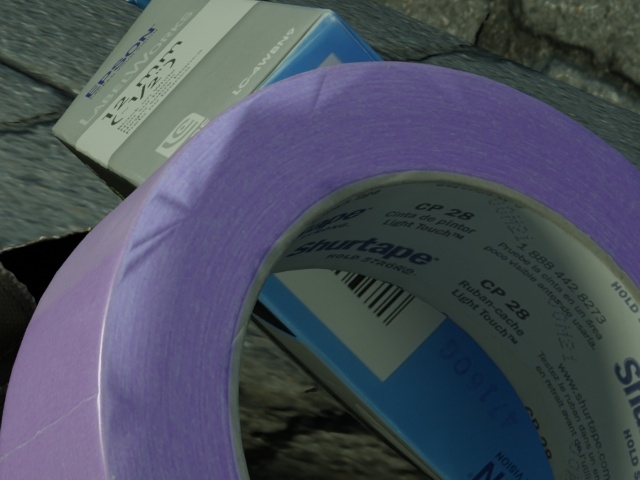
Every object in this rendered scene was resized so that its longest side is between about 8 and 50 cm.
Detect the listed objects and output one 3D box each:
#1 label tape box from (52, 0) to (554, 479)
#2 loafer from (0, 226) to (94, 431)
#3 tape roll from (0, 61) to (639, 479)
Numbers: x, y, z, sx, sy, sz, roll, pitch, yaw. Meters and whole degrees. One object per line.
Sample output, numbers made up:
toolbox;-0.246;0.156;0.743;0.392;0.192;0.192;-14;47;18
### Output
label tape box;0.000;0.000;0.933;0.249;0.115;0.347;44;-7;-19
loafer;-0.183;0.044;0.731;0.134;0.130;0.366;28;18;27
tape roll;0.033;0.080;0.654;0.275;0.275;0.090;12;-26;-26
